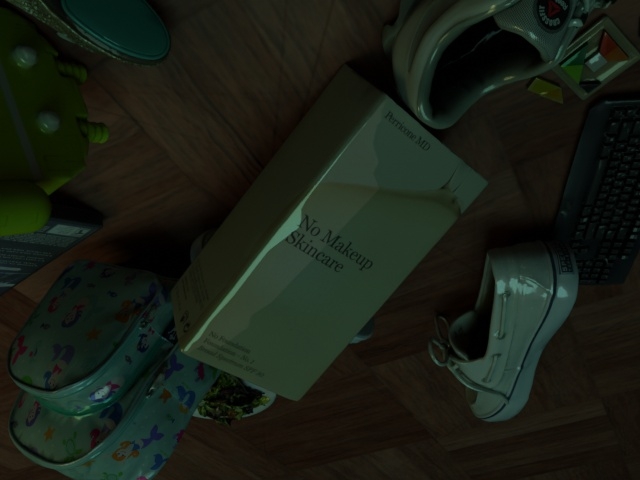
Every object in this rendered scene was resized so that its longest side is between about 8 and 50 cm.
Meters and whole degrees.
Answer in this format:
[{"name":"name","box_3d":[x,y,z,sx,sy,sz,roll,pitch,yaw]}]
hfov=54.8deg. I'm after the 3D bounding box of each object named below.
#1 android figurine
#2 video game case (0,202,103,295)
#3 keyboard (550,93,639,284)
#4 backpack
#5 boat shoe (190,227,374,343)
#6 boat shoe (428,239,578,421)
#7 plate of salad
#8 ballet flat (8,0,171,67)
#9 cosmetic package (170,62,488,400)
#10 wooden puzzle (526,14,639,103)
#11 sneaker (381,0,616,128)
[{"name":"android figurine","box_3d":[-0.288,-0.115,0.484,0.056,0.248,0.272,-26,171,31]},{"name":"video game case","box_3d":[-0.422,0.022,0.722,0.274,0.026,0.196,-27,160,26]},{"name":"keyboard","box_3d":[0.394,-0.047,0.750,0.201,0.033,0.317,-6,139,3]},{"name":"backpack","box_3d":[-0.246,0.154,0.734,0.225,0.254,0.191,8,153,36]},{"name":"boat shoe","box_3d":[-0.055,0.082,0.816,0.094,0.109,0.302,-32,133,33]},{"name":"boat shoe","box_3d":[0.224,0.143,0.874,0.156,0.136,0.367,1,139,-4]},{"name":"plate of salad","box_3d":[-0.176,0.273,1.066,0.199,0.048,0.200,-2,138,-2]},{"name":"ballet flat","box_3d":[-0.224,-0.210,0.517,0.206,0.073,0.067,33,155,-30]},{"name":"cosmetic package","box_3d":[0.000,0.000,0.636,0.160,0.113,0.309,30,106,-31]},{"name":"wooden puzzle","box_3d":[0.270,-0.176,0.609,0.078,0.014,0.116,22,132,-26]},{"name":"sneaker","box_3d":[0.185,-0.210,0.471,0.122,0.146,0.330,24,130,-26]}]
